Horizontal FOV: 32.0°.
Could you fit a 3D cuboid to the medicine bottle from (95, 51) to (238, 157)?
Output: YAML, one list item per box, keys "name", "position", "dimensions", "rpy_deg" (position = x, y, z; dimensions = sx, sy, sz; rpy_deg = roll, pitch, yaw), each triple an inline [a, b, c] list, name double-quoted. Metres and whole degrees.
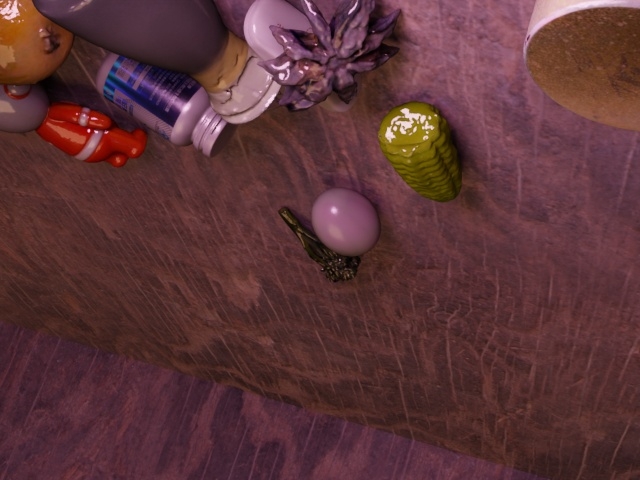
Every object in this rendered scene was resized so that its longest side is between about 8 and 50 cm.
- name: "medicine bottle"
  position: [-0.209, -0.200, 1.558]
  dimensions: [0.191, 0.107, 0.107]
  rpy_deg: [35, 159, 6]

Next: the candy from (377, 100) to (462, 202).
- name: "candy"
  position: [0.149, -0.111, 1.547]
  dimensions: [0.097, 0.096, 0.209]
  rpy_deg: [9, 159, 26]

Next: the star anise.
- name: "star anise"
  position: [0.019, -0.224, 1.340]
  dimensions: [0.204, 0.061, 0.181]
  rpy_deg: [-38, 144, 21]

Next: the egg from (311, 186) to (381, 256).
- name: "egg"
  position: [0.041, -0.031, 1.811]
  dimensions: [0.103, 0.103, 0.135]
  rpy_deg: [-1, 149, 42]

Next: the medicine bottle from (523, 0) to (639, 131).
- name: "medicine bottle"
  position: [0.257, -0.251, 0.800]
  dimensions: [0.151, 0.322, 0.151]
  rpy_deg: [17, 158, 7]

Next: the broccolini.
- name: "broccolini"
  position: [-0.013, 0.015, 2.021]
  dimensions: [0.203, 0.068, 0.091]
  rpy_deg: [34, 174, -30]

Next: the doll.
- name: "doll"
  position: [-0.454, -0.211, 1.827]
  dimensions: [0.336, 0.105, 0.200]
  rpy_deg: [22, 162, -26]

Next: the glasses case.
- name: "glasses case"
  position: [-0.020, -0.234, 1.416]
  dimensions: [0.049, 0.074, 0.193]
  rpy_deg: [0, 151, 48]

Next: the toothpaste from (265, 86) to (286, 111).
- name: "toothpaste"
  position: [-0.133, -0.209, 1.614]
  dimensions: [0.301, 0.048, 0.075]
  rpy_deg: [-1, 140, 37]

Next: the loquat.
- name: "loquat"
  position: [-0.413, -0.300, 1.512]
  dimensions: [0.204, 0.149, 0.172]
  rpy_deg: [-31, 109, 22]

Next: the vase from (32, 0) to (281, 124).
- name: "vase"
  position: [-0.185, -0.268, 1.373]
  dimensions: [0.173, 0.173, 0.321]
  rpy_deg: [1, 157, 39]
